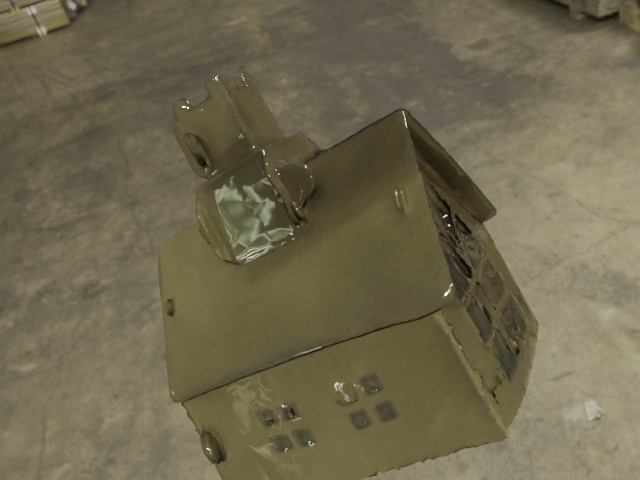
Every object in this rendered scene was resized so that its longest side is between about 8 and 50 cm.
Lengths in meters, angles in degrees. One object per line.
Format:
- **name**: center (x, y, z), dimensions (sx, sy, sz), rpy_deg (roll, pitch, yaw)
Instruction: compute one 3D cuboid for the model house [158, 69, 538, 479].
- **model house**: center (0.000, 0.000, 0.413), dimensions (0.211, 0.243, 0.204), rpy_deg (-26, 9, 30)
